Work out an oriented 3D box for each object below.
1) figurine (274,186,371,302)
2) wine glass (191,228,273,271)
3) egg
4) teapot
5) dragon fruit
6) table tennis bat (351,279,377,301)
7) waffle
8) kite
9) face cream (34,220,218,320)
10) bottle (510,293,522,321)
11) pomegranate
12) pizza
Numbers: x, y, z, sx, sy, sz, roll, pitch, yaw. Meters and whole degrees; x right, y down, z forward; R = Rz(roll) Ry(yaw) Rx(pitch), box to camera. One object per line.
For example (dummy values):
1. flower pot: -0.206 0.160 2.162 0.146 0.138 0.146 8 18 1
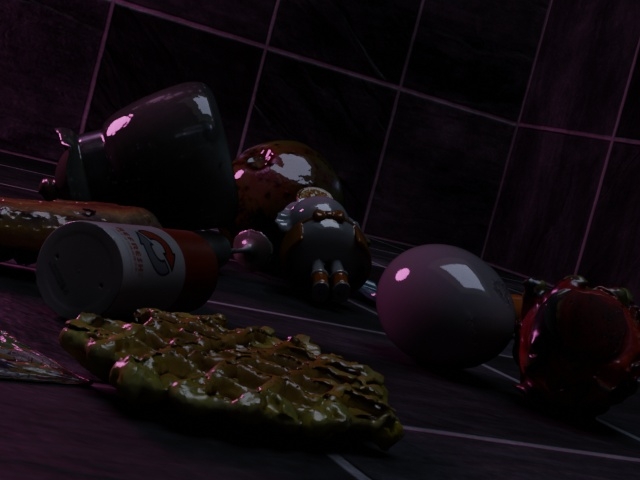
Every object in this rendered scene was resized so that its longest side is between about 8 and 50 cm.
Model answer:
1. figurine: 0.002 -0.006 1.774 0.143 0.143 0.271 13 47 -19
2. wine glass: -0.157 0.016 1.773 0.074 0.074 0.262 16 6 20
3. egg: 0.150 0.080 1.396 0.146 0.146 0.198 12 11 -33
4. teapot: -0.286 -0.107 1.770 0.285 0.223 0.305 -13 6 -8
5. dragon fruit: 0.281 0.118 1.301 0.160 0.166 0.172 -26 -18 -18
6. table tennis bat: 0.102 0.091 1.910 0.237 0.038 0.149 20 6 8
7. waffle: -0.075 0.103 0.936 0.291 0.051 0.291 14 5 -1
8. kite: -0.287 0.075 0.870 0.244 0.006 0.198 15 4 -2
9. face cream: -0.191 0.031 1.188 0.095 0.096 0.214 16 4 20
10. bottle: 0.275 0.118 1.904 0.069 0.069 0.187 18 6 39
11. pomegranate: -0.053 -0.046 2.032 0.242 0.242 0.306 17 -12 31
12. pizza: -0.305 -0.004 1.340 0.305 0.086 0.161 4 6 -45
